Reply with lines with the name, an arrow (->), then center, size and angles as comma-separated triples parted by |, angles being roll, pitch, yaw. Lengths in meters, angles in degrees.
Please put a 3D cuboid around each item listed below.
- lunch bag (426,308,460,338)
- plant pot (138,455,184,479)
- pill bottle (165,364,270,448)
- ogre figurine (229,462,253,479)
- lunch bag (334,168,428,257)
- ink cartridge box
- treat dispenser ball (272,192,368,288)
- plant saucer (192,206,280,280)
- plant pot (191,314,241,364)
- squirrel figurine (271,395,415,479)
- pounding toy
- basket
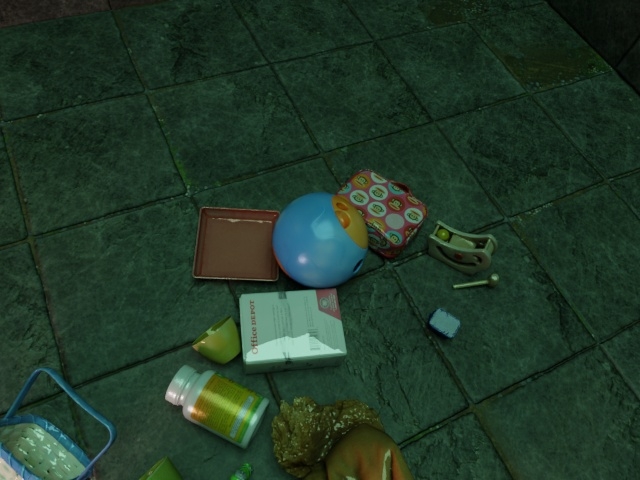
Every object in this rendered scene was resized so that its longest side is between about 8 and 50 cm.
lunch bag -> 0.371, 0.254, 1.590 | 0.098, 0.065, 0.067 | 34, 76, 11
plant pot -> -0.330, 0.664, 1.085 | 0.293, 0.275, 0.275 | 46, 63, 3
pill bottle -> -0.268, 0.422, 1.350 | 0.246, 0.136, 0.136 | 25, 59, 6
ogre figurine -> -0.228, 0.625, 1.247 | 0.197, 0.118, 0.097 | -33, 69, -24
lunch bag -> 0.204, -0.108, 1.748 | 0.293, 0.120, 0.258 | 37, 61, 14
ink cartridge box -> -0.085, 0.257, 1.488 | 0.283, 0.117, 0.207 | -3, 60, -11
treat dispenser ball -> 0.000, 0.000, 1.555 | 0.288, 0.288, 0.288 | 4, 59, -6
plant saucer -> -0.261, 0.017, 1.647 | 0.259, 0.047, 0.259 | 3, 58, -7
plant pot -> -0.276, 0.287, 1.449 | 0.134, 0.134, 0.095 | -38, 97, -26
squirrel figurine -> 0.009, 0.583, 1.263 | 0.371, 0.281, 0.397 | -20, 50, -8
pounding toy -> 0.464, 0.057, 1.669 | 0.270, 0.154, 0.154 | 28, 59, 9
basket -> -0.645, 0.476, 1.206 | 0.255, 0.201, 0.289 | 38, 92, 13
